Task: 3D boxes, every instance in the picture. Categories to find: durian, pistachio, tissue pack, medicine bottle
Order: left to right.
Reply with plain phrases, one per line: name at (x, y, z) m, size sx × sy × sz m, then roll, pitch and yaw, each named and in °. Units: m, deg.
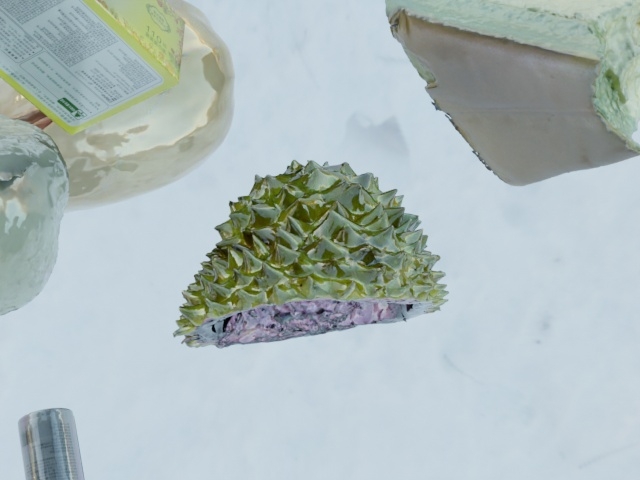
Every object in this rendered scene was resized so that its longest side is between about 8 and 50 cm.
tissue pack at (-0.173, -0.151, 0.696) m, size 0.095 × 0.176 × 0.062 m, roll -22°, pitch 49°, yaw 25°
medicine bottle at (-0.253, 0.265, 1.107) m, size 0.058 × 0.057 × 0.199 m, roll -14°, pitch 68°, yaw -5°
pistachio at (-0.218, -0.126, 1.118) m, size 0.299 × 0.187 × 0.187 m, roll -24°, pitch 86°, yaw 14°
durian at (-0.001, -0.003, 0.684) m, size 0.187 × 0.119 × 0.108 m, roll -4°, pitch 75°, yaw -25°

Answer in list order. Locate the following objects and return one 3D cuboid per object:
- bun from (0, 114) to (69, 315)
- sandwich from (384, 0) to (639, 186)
bun at (-0.284, -0.019, 0.742) m, size 0.239 × 0.239 × 0.141 m, roll 11°, pitch 102°, yaw -3°
sandwich at (0.182, -0.167, 0.976) m, size 0.220 × 0.186 × 0.108 m, roll 47°, pitch 58°, yaw -18°
